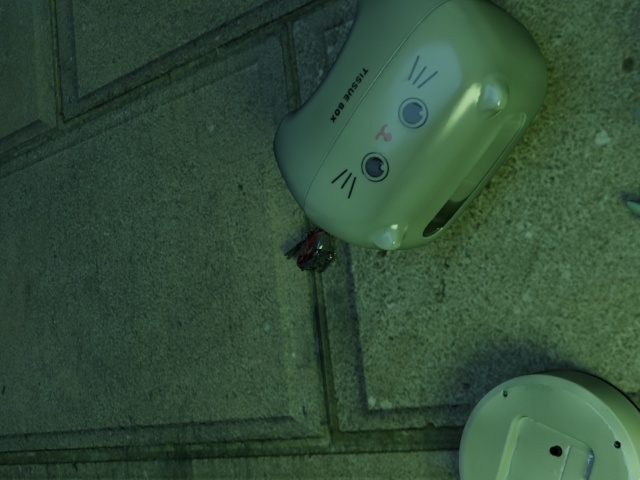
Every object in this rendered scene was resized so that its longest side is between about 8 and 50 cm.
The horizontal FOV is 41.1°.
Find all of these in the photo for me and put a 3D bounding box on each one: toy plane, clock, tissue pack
[{"bbox_3d":[0.000,0.000,1.276,0.145,0.037,0.060,-50,47,32],"label":"toy plane"},{"bbox_3d":[0.274,0.268,0.990,0.230,0.083,0.231,-1,89,40],"label":"clock"},{"bbox_3d":[0.117,-0.143,1.050,0.236,0.229,0.333,52,120,31],"label":"tissue pack"}]

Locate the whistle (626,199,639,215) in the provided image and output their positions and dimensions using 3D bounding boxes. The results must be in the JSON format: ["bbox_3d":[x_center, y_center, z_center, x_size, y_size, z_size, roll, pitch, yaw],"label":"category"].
[{"bbox_3d":[0.382,-0.019,0.940,0.100,0.035,0.035,34,110,39],"label":"whistle"}]
